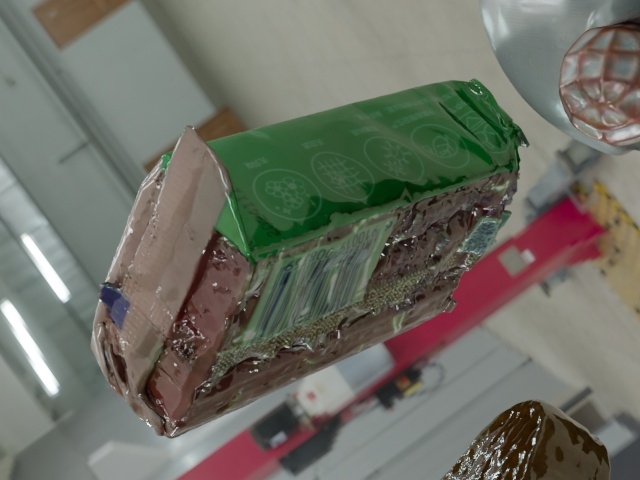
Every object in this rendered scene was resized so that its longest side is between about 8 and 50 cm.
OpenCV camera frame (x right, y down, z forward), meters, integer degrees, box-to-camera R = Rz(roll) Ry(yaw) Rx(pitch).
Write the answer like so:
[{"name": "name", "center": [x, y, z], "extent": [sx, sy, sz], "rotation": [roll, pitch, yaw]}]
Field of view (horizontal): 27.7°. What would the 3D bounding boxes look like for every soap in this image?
[{"name": "soap", "center": [0.002, 0.002, 0.777], "extent": [0.098, 0.273, 0.218], "rotation": [48, 133, 21]}]

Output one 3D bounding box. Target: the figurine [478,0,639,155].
[{"name": "figurine", "center": [0.136, -0.176, 0.626], "extent": [0.167, 0.281, 0.370], "rotation": [1, 148, 31]}]

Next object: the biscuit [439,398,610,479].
[{"name": "biscuit", "center": [0.038, 0.246, 0.628], "extent": [0.074, 0.381, 0.359], "rotation": [39, 161, -7]}]
